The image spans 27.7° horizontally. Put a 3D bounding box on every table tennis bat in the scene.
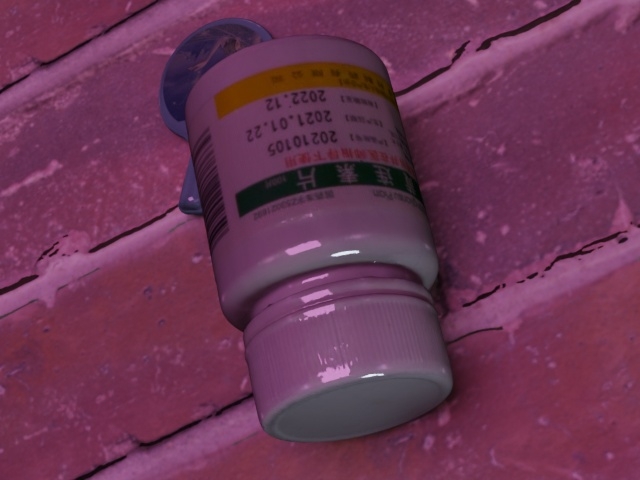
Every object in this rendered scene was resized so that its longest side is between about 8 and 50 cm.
[{"bbox_3d":[-0.118,-0.138,1.417,0.149,0.038,0.237,1,69,23],"label":"table tennis bat"}]

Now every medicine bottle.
[{"bbox_3d":[0.000,0.000,1.212,0.208,0.208,0.339,-21,64,16],"label":"medicine bottle"}]
